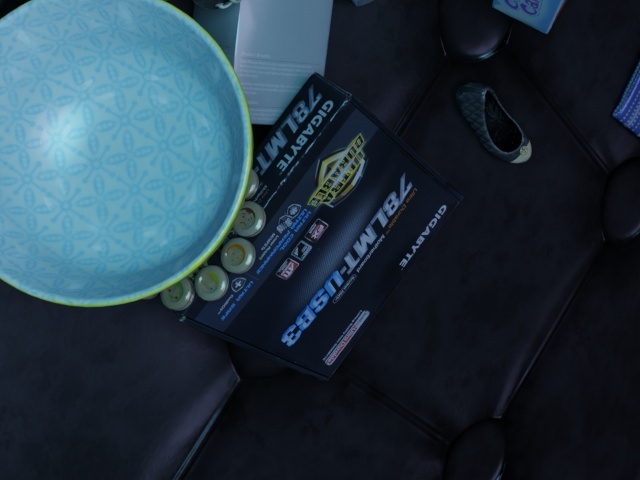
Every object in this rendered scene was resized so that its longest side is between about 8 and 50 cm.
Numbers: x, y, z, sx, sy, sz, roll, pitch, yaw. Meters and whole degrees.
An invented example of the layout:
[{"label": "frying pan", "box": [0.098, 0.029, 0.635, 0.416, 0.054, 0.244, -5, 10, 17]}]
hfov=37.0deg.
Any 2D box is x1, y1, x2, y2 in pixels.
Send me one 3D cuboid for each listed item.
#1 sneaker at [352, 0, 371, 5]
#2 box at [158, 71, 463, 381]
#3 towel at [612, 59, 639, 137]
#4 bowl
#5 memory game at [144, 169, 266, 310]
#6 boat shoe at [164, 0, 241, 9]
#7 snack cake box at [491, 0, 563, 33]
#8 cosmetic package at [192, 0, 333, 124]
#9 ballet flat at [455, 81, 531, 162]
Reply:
[{"label": "sneaker", "box": [0.068, -0.350, 1.036, 0.094, 0.258, 0.091, -28, 80, -17]}, {"label": "box", "box": [0.000, 0.000, 1.101, 0.296, 0.073, 0.293, -53, 141, 3]}, {"label": "towel", "box": [0.626, -0.246, 1.603, 0.336, 0.040, 0.243, 25, 90, -38]}, {"label": "bowl", "box": [-0.195, -0.078, 0.916, 0.156, 0.289, 0.290, 39, 76, -82]}, {"label": "memory game", "box": [-0.142, -0.020, 0.989, 0.186, 0.186, 0.012, -65, 157, -1]}, {"label": "boat shoe", "box": [-0.100, -0.263, 0.923, 0.078, 0.219, 0.070, -51, 137, -44]}, {"label": "snack cake box", "box": [0.298, -0.381, 1.167, 0.152, 0.089, 0.264, -60, 172, -8]}, {"label": "cosmetic package", "box": [-0.062, -0.245, 1.024, 0.127, 0.107, 0.238, 0, 102, -39]}, {"label": "ballet flat", "box": [0.245, -0.156, 1.321, 0.173, 0.049, 0.057, 37, 82, -39]}]
